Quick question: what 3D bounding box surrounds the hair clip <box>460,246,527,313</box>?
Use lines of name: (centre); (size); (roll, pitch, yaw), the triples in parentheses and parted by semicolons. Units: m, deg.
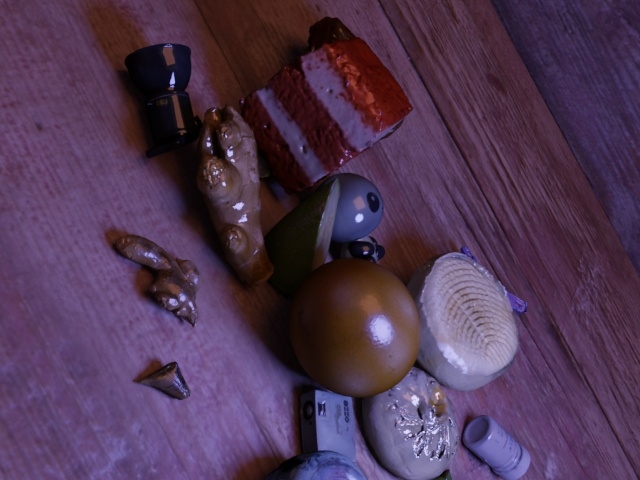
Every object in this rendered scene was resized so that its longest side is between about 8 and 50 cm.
hair clip: (0.489, 0.141, 2.320); (0.278, 0.090, 0.137); (40, 57, -13)

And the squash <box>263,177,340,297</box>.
squash: (0.000, 0.000, 1.740); (0.189, 0.260, 0.189); (26, 47, -33)

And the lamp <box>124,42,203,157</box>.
lamp: (-0.323, -0.289, 1.679); (0.172, 0.147, 0.227); (0, 75, -71)

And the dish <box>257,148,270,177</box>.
dish: (-0.178, -0.196, 1.837); (0.137, 0.039, 0.091); (49, 35, -19)

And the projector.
projector: (0.014, 0.406, 1.679); (0.115, 0.061, 0.147); (20, 55, -40)

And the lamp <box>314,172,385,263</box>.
lamp: (0.076, -0.047, 1.916); (0.197, 0.197, 0.244); (-29, 101, -50)

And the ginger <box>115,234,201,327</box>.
ginger: (-0.312, 0.070, 1.528); (0.214, 0.059, 0.133); (38, 41, -28)

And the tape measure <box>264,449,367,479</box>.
tape measure: (-0.004, 0.552, 1.509); (0.256, 0.147, 0.275); (-20, 84, -54)

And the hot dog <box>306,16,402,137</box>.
hot dog: (0.085, -0.439, 2.155); (0.387, 0.174, 0.267); (39, 47, -38)

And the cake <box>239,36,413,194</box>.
cake: (0.018, -0.311, 1.870); (0.270, 0.319, 0.269); (57, 30, -4)

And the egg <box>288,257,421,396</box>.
egg: (0.074, 0.187, 1.675); (0.351, 0.282, 0.283); (60, 26, -55)

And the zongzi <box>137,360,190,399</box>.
zongzi: (-0.290, 0.277, 1.455); (0.083, 0.040, 0.076); (-30, 98, -38)

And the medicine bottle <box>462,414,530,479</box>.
medicine bottle: (0.461, 0.543, 2.038); (0.168, 0.105, 0.105); (44, 43, -20)

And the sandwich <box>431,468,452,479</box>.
sandwich: (0.316, 0.595, 1.879); (0.116, 0.074, 0.074); (-4, 72, -47)

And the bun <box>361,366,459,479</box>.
bun: (0.232, 0.423, 1.834); (0.287, 0.146, 0.287); (24, 55, -38)

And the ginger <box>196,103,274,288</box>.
ginger: (-0.172, -0.100, 1.650); (0.166, 0.236, 0.375); (-21, 79, -13)

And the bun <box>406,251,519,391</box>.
bun: (0.336, 0.222, 2.015); (0.364, 0.202, 0.364); (21, 53, -32)
